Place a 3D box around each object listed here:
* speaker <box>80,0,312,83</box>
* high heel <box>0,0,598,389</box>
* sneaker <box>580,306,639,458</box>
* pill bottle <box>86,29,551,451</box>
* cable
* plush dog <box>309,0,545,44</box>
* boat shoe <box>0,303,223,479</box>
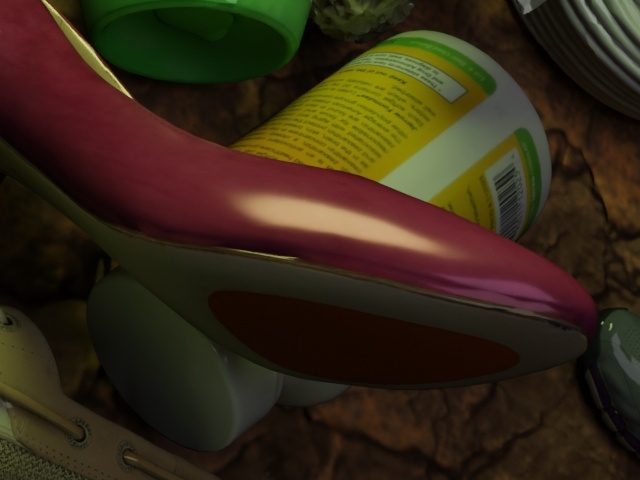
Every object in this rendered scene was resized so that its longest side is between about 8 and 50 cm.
[{"bbox_3d":[-0.062,-0.240,0.853,0.131,0.131,0.297,12,71,-33],"label":"speaker"},{"bbox_3d":[-0.051,-0.053,0.693,0.127,0.377,0.181,68,38,-61],"label":"high heel"},{"bbox_3d":[0.260,0.124,1.010,0.224,0.098,0.083,51,55,-14],"label":"sneaker"},{"bbox_3d":[0.000,0.000,0.832,0.245,0.136,0.136,-38,100,-36],"label":"pill bottle"},{"bbox_3d":[0.235,-0.200,1.089,0.257,0.089,0.257,-31,97,-38],"label":"cable"},{"bbox_3d":[0.105,-0.230,0.851,0.210,0.225,0.263,8,92,-9],"label":"plush dog"},{"bbox_3d":[-0.172,0.083,0.706,0.341,0.121,0.110,41,52,-32],"label":"boat shoe"}]
